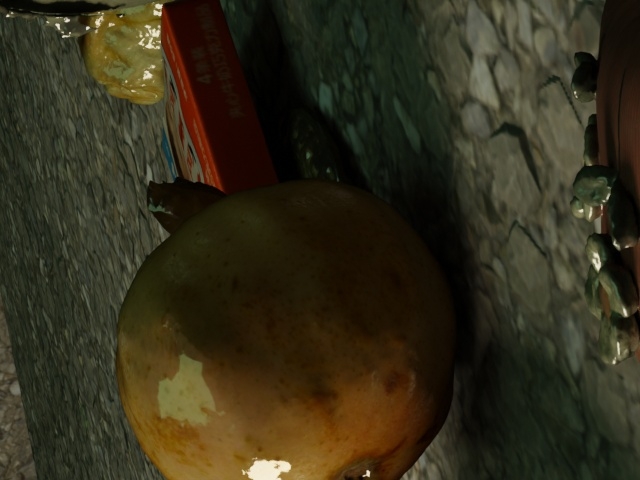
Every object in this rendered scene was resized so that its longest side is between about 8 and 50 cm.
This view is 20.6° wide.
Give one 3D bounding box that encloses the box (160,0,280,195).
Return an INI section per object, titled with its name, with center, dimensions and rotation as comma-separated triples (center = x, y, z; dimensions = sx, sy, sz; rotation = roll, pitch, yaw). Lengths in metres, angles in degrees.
[box]
center = -0.061, -0.004, 1.289
dimensions = 0.265, 0.048, 0.273
rotation = 101, 151, -70

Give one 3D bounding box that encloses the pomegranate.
[pomegranate]
center = -0.019, 0.066, 1.032
dimensions = 0.207, 0.207, 0.207
rotation = 166, 90, -72

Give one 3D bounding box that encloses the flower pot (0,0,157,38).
[flower pot]
center = -0.157, -0.316, 1.099
dimensions = 0.290, 0.290, 0.259
rotation = 107, 157, -58

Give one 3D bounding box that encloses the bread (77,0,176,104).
[bread]
center = -0.150, -0.215, 1.406
dimensions = 0.128, 0.088, 0.232
rotation = 50, 145, 39

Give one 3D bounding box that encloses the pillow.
[pillow]
center = 0.132, -0.021, 0.661
dimensions = 0.179, 0.075, 0.171
rotation = -81, -17, -66

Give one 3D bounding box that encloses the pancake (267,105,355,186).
[pancake]
center = -0.001, 0.000, 1.208
dimensions = 0.199, 0.021, 0.199
rotation = 167, 90, -74
